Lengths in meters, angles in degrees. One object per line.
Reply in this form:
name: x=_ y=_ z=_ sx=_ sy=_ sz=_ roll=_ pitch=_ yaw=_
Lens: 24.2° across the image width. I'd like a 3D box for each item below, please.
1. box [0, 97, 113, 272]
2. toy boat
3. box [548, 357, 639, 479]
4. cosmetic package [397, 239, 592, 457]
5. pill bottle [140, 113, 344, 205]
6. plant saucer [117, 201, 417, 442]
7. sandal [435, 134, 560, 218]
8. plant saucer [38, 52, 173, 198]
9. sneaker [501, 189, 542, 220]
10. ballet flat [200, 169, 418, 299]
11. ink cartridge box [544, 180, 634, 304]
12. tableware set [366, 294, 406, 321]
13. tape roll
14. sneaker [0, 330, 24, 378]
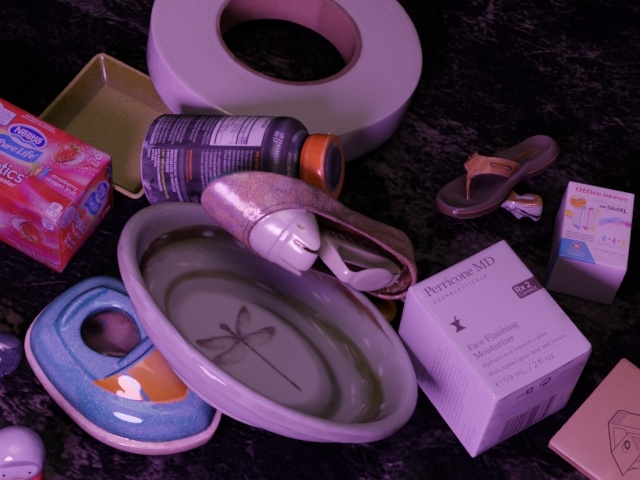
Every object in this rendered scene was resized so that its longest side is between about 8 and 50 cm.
box: x=-0.408 y=-0.088 z=1.939 sx=0.257 sy=0.122 sz=0.128 roll=27 pitch=58 yaw=12
toy boat: x=-0.265 y=0.184 z=1.752 sx=0.267 sy=0.148 sz=0.318 roll=34 pitch=59 yaw=16
box: x=0.409 y=0.261 z=1.848 sx=0.201 sy=0.021 sz=0.164 roll=38 pitch=60 yaw=18
cosmetic package: x=0.207 y=0.132 z=1.834 sx=0.151 sy=0.151 sz=0.183 roll=-26 pitch=62 yaw=-23
pill bottle: x=-0.095 y=-0.095 z=1.912 sx=0.246 sy=0.130 sz=0.130 roll=3 pitch=53 yaw=20
plant saucer: x=-0.076 y=0.115 z=1.757 sx=0.400 sy=0.100 sz=0.400 roll=28 pitch=25 yaw=-14
sandal: x=0.240 y=-0.099 z=2.034 sx=0.219 sy=0.060 sz=0.090 roll=-30 pitch=35 yaw=-25
plant saucer: x=-0.277 y=-0.148 z=2.041 sx=0.188 sy=0.045 sz=0.188 roll=27 pitch=57 yaw=12
sneaker: x=0.264 y=-0.046 z=2.038 sx=0.083 sy=0.037 sz=0.032 roll=17 pitch=45 yaw=34
ballet flat: x=0.000 y=0.000 z=1.828 sx=0.316 sy=0.107 sz=0.106 roll=17 pitch=36 yaw=-32
ink cartridge box: x=0.358 y=-0.005 z=1.982 sx=0.092 sy=0.090 sz=0.143 roll=12 pitch=56 yaw=2
tableware set: x=0.031 y=0.092 z=1.925 sx=0.154 sy=0.024 sz=0.104 roll=-33 pitch=62 yaw=-24
tape roll: x=-0.050 y=-0.267 z=2.101 sx=0.392 sy=0.072 sz=0.392 roll=7 pitch=49 yaw=-8
sneaker: x=-0.492 y=0.086 z=1.822 sx=0.283 sy=0.110 sz=0.122 roll=14 pitch=52 yaw=3
